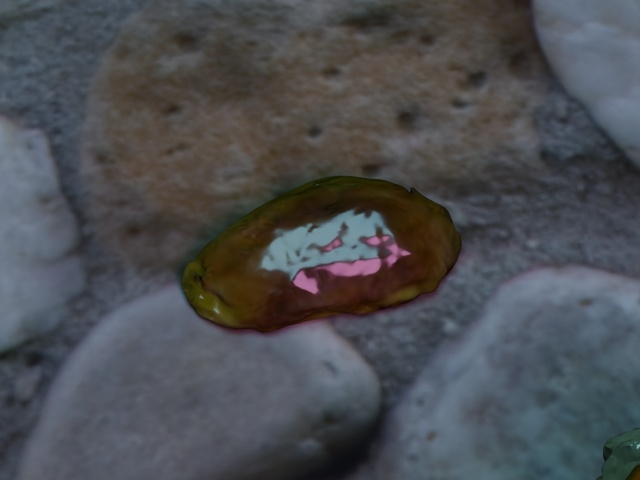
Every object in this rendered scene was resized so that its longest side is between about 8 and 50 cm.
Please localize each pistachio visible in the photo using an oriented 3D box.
[{"bbox_3d":[0.000,0.000,0.984,0.173,0.049,0.089,-11,58,-8],"label":"pistachio"}]

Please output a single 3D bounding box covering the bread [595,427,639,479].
[{"bbox_3d":[0.182,0.222,0.742,0.250,0.225,0.279,40,57,15],"label":"bread"}]
